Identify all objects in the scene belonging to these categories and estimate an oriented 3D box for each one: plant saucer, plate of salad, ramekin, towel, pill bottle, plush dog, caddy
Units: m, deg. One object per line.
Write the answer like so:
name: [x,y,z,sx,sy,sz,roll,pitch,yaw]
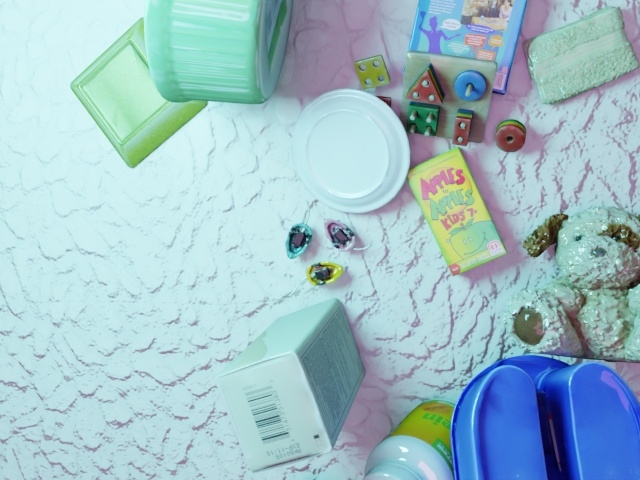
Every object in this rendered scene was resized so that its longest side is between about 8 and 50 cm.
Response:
plant saucer: [-0.320,-0.250,1.171,0.188,0.045,0.188,-37,88,14]
plate of salad: [0.048,-0.141,1.097,0.199,0.048,0.200,9,114,21]
ramekin: [-0.131,-0.341,0.996,0.148,0.303,0.304,10,99,4]
towel: [0.386,-0.273,1.027,0.148,0.027,0.110,-20,94,14]
pill bottle: [0.149,0.341,1.033,0.136,0.245,0.137,6,102,28]
plush dog: [0.415,0.060,1.002,0.262,0.210,0.226,0,79,29]
caddy: [0.303,0.315,0.920,0.241,0.179,0.342,-3,68,4]

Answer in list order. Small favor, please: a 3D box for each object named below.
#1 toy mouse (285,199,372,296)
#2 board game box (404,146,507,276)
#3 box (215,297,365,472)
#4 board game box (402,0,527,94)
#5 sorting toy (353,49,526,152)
toy mouse: [0.000,0.000,1.142,0.161,0.031,0.143,-19,93,14]
board game box: [0.212,-0.046,1.085,0.092,0.043,0.181,-25,92,14]
box: [-0.030,0.200,1.031,0.121,0.311,0.148,-20,92,14]
board game box: [0.225,-0.339,1.041,0.160,0.047,0.210,14,101,10]
sorting toy: [0.177,-0.208,1.038,0.274,0.046,0.132,12,130,12]
